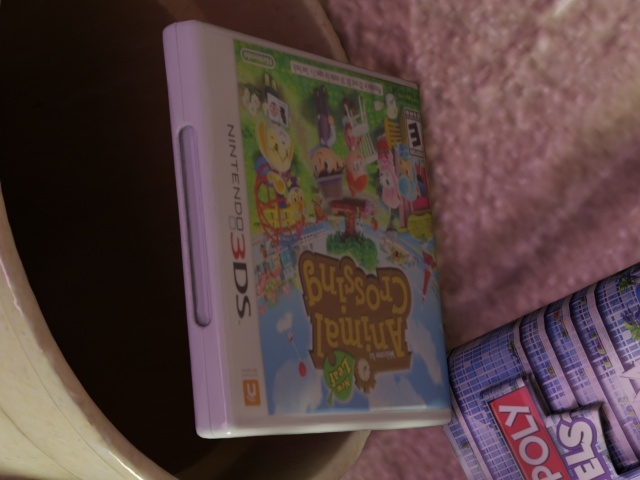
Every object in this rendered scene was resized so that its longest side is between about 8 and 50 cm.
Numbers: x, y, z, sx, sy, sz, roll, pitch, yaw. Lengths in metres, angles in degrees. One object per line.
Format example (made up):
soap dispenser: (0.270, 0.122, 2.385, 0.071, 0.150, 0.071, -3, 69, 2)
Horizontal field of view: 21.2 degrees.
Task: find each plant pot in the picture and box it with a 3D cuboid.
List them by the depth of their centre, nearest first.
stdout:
plant pot: (-0.175, 0.003, 0.910, 0.305, 0.334, 0.333, -14, 94, 31)

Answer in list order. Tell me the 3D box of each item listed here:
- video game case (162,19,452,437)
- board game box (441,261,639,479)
video game case: (0.000, 0.000, 0.864, 0.023, 0.212, 0.193, -10, 81, 32)
board game box: (0.140, 0.138, 0.941, 0.194, 0.060, 0.194, -28, 89, 20)
